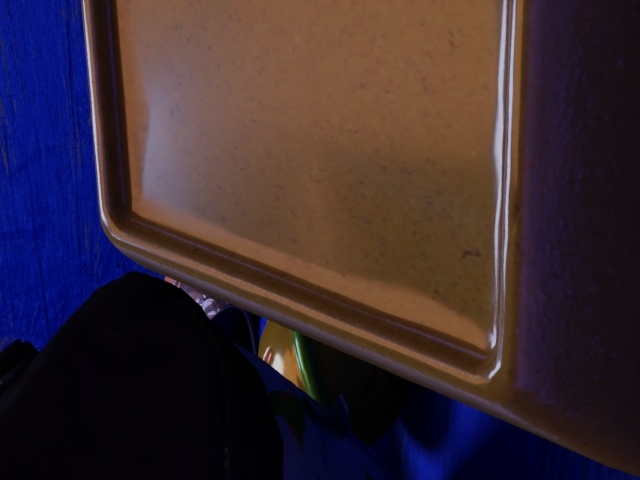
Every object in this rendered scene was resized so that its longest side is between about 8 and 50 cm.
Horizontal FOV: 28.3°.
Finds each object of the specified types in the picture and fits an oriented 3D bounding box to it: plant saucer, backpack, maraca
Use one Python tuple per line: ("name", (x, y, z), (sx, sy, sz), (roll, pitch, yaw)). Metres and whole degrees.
("plant saucer", (0.007, -0.091, 0.474), (0.333, 0.081, 0.333), (19, 118, 42))
("backpack", (-0.054, 0.218, 0.711), (0.273, 0.290, 0.355), (39, 177, 24))
("maraca", (0.013, 0.086, 0.885), (0.185, 0.099, 0.127), (2, -106, -78))

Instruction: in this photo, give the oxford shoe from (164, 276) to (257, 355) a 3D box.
("oxford shoe", (-0.141, 0.190, 1.580), (0.133, 0.130, 0.364), (-123, 29, -52))
